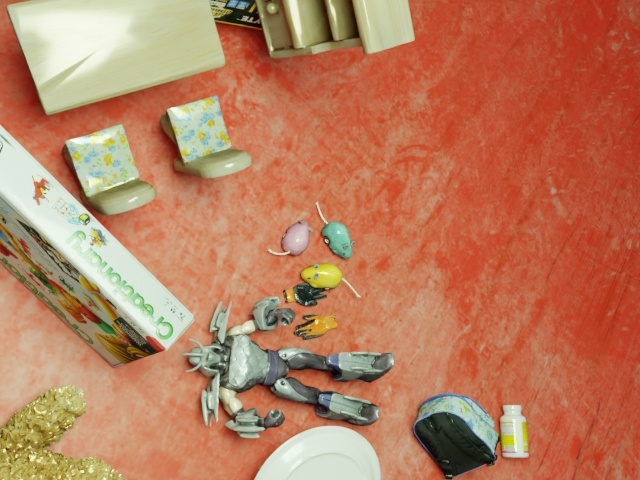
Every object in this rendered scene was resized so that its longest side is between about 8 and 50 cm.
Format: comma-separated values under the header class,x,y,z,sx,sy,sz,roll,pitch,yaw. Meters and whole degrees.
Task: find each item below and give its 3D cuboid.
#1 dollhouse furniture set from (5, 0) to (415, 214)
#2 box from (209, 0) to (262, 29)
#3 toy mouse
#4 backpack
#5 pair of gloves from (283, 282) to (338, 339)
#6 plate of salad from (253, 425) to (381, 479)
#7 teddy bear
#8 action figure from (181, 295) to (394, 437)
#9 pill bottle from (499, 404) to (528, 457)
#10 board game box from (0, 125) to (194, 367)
class,x,y,z,sx,sy,sz,roll,pitch,yaw
dollhouse furniture set,-0.134,-0.257,0.775,0.394,0.256,0.361,-23,110,-25
box,-0.149,-0.479,0.981,0.257,0.079,0.321,-1,78,-29
toy mouse,0.000,0.000,1.017,0.161,0.031,0.143,14,64,-23
backpack,0.203,0.286,1.025,0.114,0.105,0.084,49,34,-10
pair of gloves,-0.015,0.102,0.996,0.074,0.010,0.083,-11,79,-33
plate of salad,-0.010,0.338,0.895,0.200,0.048,0.199,-5,101,-27
teddy bear,-0.302,0.277,0.703,0.338,0.113,0.245,51,54,-10
action figure,-0.049,0.173,0.903,0.285,0.099,0.185,16,74,-24
pill bottle,0.322,0.318,1.123,0.043,0.043,0.083,11,70,-29
board game box,-0.293,0.012,0.737,0.305,0.193,0.053,47,56,-11
